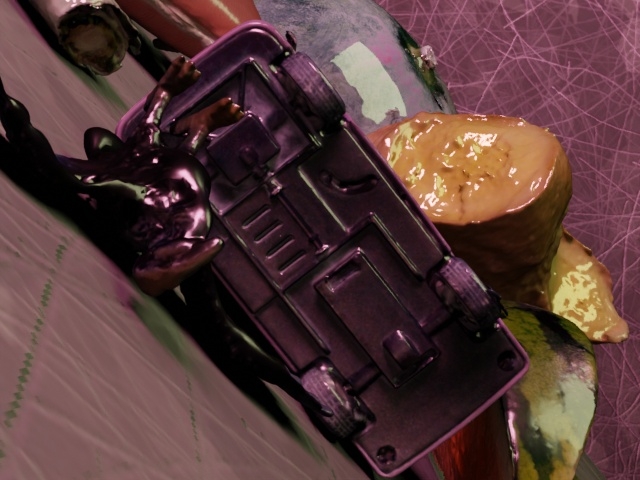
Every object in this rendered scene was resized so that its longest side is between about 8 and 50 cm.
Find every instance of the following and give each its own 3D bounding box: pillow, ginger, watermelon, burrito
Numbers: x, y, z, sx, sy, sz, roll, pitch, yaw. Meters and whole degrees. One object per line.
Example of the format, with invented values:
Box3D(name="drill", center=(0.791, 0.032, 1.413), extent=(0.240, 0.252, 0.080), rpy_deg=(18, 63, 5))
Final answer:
Box3D(name="pillow", center=(-0.120, -0.188, 0.924), extent=(0.179, 0.075, 0.171), rpy_deg=(32, 20, -36))
Box3D(name="ginger", center=(0.094, 0.029, 0.842), extent=(0.219, 0.123, 0.270), rpy_deg=(9, -40, 32))
Box3D(name="watermelon", center=(0.042, -0.082, 1.053), extent=(0.322, 0.175, 0.188), rpy_deg=(47, 6, -26))
Box3D(name="burrito", center=(-0.141, -0.144, 0.667), extent=(0.118, 0.044, 0.074), rpy_deg=(54, 4, 11))
Box3D(name="watermelon", center=(0.093, 0.091, 0.687), extent=(0.063, 0.119, 0.245), rpy_deg=(15, 7, -11))

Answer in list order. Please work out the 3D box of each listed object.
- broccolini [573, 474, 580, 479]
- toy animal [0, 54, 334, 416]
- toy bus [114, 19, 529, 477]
Box3D(name="broccolini", center=(0.145, 0.147, 0.965), extent=(0.123, 0.062, 0.271), rpy_deg=(32, 7, -24))
Box3D(name="toy animal", center=(-0.060, -0.015, 0.464), extent=(0.220, 0.062, 0.108), rpy_deg=(48, 24, -37))
Box3D(name="toy bus", center=(0.000, 0.000, 0.585), extent=(0.199, 0.096, 0.108), rpy_deg=(52, 1, -9))
